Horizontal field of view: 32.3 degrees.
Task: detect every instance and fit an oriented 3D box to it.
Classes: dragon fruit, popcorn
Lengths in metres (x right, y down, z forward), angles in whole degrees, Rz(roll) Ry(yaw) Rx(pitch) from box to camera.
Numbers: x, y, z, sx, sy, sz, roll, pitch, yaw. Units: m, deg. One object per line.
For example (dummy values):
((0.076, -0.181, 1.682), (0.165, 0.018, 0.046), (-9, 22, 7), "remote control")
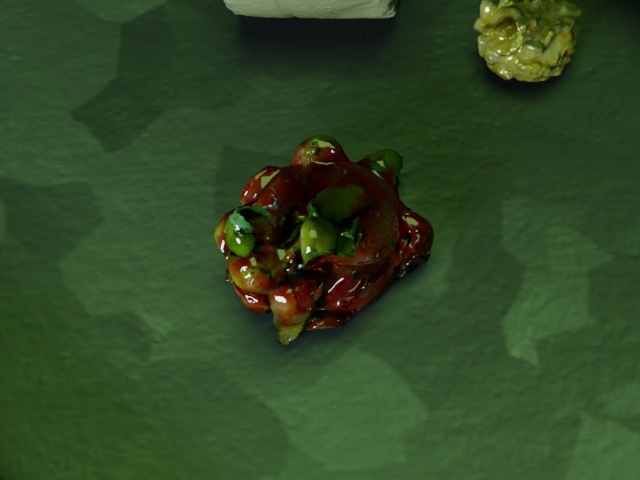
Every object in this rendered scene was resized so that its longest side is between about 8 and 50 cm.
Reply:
((0.000, 0.000, 0.730), (0.138, 0.175, 0.142), (3, 89, 15), "dragon fruit")
((0.157, -0.159, 0.839), (0.082, 0.057, 0.083), (-16, 57, -8), "popcorn")

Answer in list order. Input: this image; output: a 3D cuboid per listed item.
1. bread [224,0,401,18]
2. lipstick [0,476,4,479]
((0.000, -0.237, 0.841), (0.141, 0.148, 0.134), (3, 95, 5), "bread")
((-0.225, 0.158, 0.653), (0.371, 0.080, 0.076), (39, 69, 23), "lipstick")
